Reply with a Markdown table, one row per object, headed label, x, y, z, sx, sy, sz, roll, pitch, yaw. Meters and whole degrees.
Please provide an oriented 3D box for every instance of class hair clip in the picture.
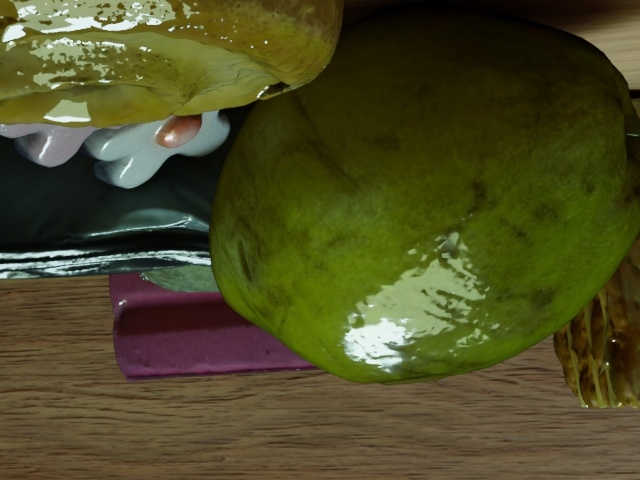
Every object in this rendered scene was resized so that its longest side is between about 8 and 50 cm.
| label | x | y | z | sx | sy | sz | roll | pitch | yaw |
| --- | --- | --- | --- | --- | --- | --- | --- | --- | --- |
| hair clip | -0.137 | -0.100 | 1.186 | 0.146 | 0.075 | 0.257 | -31 | 171 | 15 |

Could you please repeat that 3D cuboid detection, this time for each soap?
| label | x | y | z | sx | sy | sz | roll | pitch | yaw |
| --- | --- | --- | --- | --- | --- | --- | --- | --- | --- |
| soap | -0.041 | 0.017 | 1.725 | 0.360 | 0.233 | 0.128 | -5 | 177 | 30 |

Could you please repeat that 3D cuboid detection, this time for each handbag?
| label | x | y | z | sx | sy | sz | roll | pitch | yaw |
| --- | --- | --- | --- | --- | --- | --- | --- | --- | --- |
| handbag | -0.162 | -0.051 | 1.341 | 0.332 | 0.191 | 0.075 | -2 | 134 | -7 |

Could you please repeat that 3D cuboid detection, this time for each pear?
| label | x | y | z | sx | sy | sz | roll | pitch | yaw |
| --- | --- | --- | --- | --- | --- | --- | --- | --- | --- |
| pear | 0.068 | -0.032 | 1.148 | 0.321 | 0.269 | 0.269 | -19 | 167 | 28 |

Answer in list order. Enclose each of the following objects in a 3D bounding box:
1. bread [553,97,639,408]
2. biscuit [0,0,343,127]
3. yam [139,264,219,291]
| label | x | y | z | sx | sy | sz | roll | pitch | yaw |
| --- | --- | --- | --- | --- | --- | --- | --- | --- | --- |
| bread | 0.273 | 0.013 | 1.534 | 0.114 | 0.274 | 0.185 | -5 | 175 | -6 |
| biscuit | -0.134 | -0.116 | 0.912 | 0.296 | 0.102 | 0.296 | 0 | 175 | 0 |
| yam | -0.037 | -0.035 | 1.533 | 0.304 | 0.168 | 0.168 | -5 | 174 | 39 |
